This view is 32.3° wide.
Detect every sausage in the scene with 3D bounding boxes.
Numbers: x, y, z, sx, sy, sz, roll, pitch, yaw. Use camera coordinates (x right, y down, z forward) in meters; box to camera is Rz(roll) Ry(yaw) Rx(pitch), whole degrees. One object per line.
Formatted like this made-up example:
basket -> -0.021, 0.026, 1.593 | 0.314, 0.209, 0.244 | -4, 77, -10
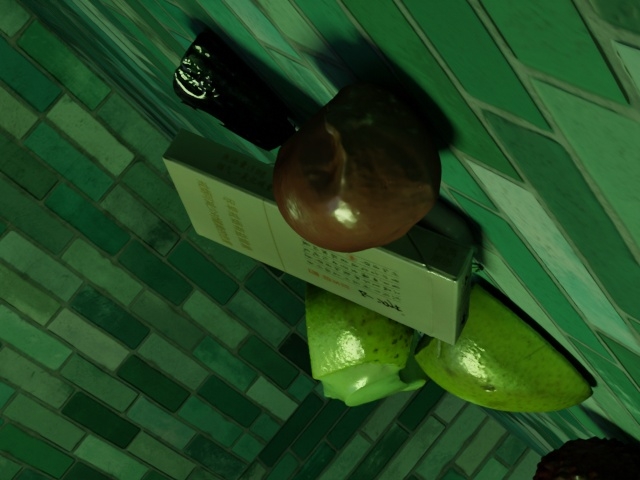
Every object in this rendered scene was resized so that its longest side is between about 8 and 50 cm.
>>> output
sausage -> 0.030, -0.058, 0.992 | 0.148, 0.148, 0.254 | 41, 175, -8

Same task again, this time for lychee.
lychee -> 0.460, 0.430, 1.717 | 0.271, 0.271, 0.271 | 40, 175, 4

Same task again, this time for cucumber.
cucumber -> -0.118, -0.185, 1.393 | 0.193, 0.086, 0.115 | 35, 177, -34

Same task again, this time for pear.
pear -> 0.258, 0.178, 1.547 | 0.239, 0.139, 0.288 | 31, 176, 3
pear -> 0.073, 0.100, 1.700 | 0.176, 0.286, 0.282 | -5, 158, 8

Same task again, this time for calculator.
calculator -> 0.107, -0.037, 1.236 | 0.175, 0.032, 0.100 | 38, 175, 23

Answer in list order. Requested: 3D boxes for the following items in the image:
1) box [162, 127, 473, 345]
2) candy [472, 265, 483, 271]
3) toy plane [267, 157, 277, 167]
box -> 0.001, -0.001, 1.288 | 0.365, 0.051, 0.204 | 24, 159, 16
candy -> 0.174, 0.039, 1.441 | 0.055, 0.049, 0.185 | 34, 168, -10
toy plane -> 0.013, -0.059, 1.373 | 0.251, 0.101, 0.255 | 38, 171, 31
